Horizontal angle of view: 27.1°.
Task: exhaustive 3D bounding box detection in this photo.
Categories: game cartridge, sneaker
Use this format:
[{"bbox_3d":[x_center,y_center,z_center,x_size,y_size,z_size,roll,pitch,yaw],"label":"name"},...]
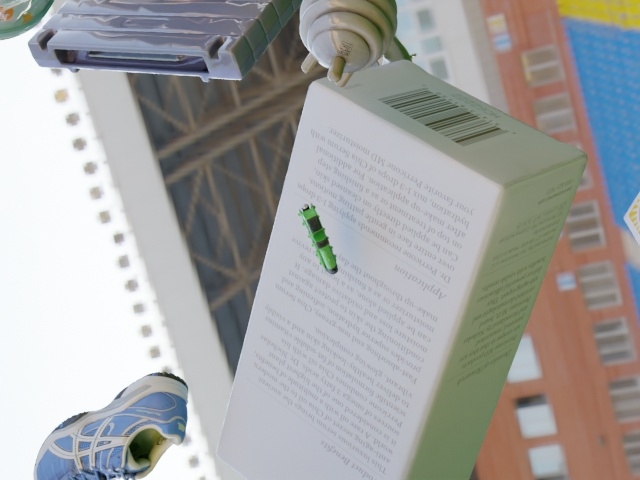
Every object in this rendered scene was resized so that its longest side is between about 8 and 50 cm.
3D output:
[{"bbox_3d":[-0.201,-0.311,1.814,0.230,0.355,0.068,-53,-42,-38],"label":"game cartridge"},{"bbox_3d":[-0.229,0.226,1.429,0.080,0.211,0.081,39,-159,-38],"label":"sneaker"}]

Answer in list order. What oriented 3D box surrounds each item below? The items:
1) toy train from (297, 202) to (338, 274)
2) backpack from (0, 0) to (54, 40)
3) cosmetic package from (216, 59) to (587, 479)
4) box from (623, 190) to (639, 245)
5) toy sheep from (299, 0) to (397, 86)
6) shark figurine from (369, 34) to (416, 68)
[{"bbox_3d":[0.000,0.000,1.177,0.024,0.017,0.083,59,174,46],"label":"toy train"},{"bbox_3d":[-0.401,-0.330,1.445,0.191,0.253,0.225,116,164,-49],"label":"backpack"},{"bbox_3d":[0.068,0.077,1.321,0.161,0.230,0.453,-20,-45,-48],"label":"cosmetic package"},{"bbox_3d":[0.336,-0.053,1.004,0.114,0.103,0.203,-105,35,-55],"label":"box"},{"bbox_3d":[0.022,-0.180,1.109,0.091,0.091,0.132,55,-147,-48],"label":"toy sheep"},{"bbox_3d":[0.077,-0.211,1.779,0.278,0.166,0.116,82,-149,-69],"label":"shark figurine"}]
